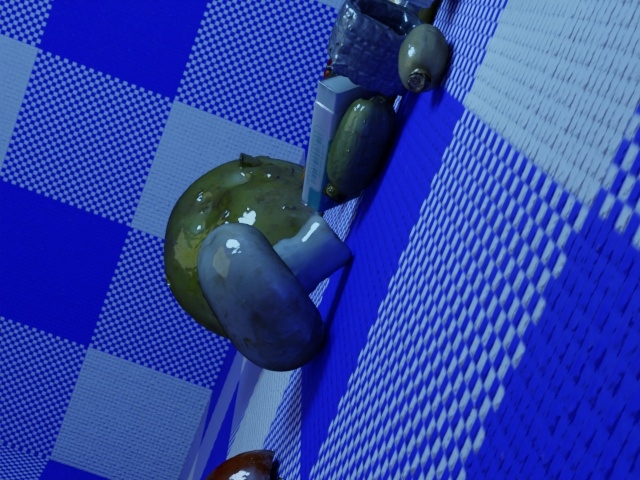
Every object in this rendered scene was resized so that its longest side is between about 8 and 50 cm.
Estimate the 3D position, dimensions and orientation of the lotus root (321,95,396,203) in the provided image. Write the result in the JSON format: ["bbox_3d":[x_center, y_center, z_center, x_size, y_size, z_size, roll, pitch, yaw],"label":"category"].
[{"bbox_3d":[0.058,-0.131,1.506,0.090,0.077,0.183,-8,-50,-48],"label":"lotus root"}]

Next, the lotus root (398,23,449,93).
[{"bbox_3d":[0.130,-0.232,1.284,0.150,0.062,0.073,-75,7,-51],"label":"lotus root"}]

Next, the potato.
[{"bbox_3d":[-0.188,-0.001,2.248,0.442,0.319,0.385,-81,11,-49],"label":"potato"}]

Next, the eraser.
[{"bbox_3d":[0.030,-0.154,1.572,0.095,0.052,0.225,-23,-42,-34],"label":"eraser"}]

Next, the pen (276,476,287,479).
[{"bbox_3d":[-0.080,0.414,1.185,0.033,0.033,0.269,148,141,-80],"label":"pen"}]

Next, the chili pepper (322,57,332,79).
[{"bbox_3d":[0.070,-0.380,2.185,0.110,0.110,0.388,-82,10,-64],"label":"chili pepper"}]

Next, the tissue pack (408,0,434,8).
[{"bbox_3d":[0.162,-0.511,1.456,0.338,0.160,0.242,-81,18,-56],"label":"tissue pack"}]

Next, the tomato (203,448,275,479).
[{"bbox_3d":[-0.134,0.380,1.463,0.189,0.099,0.173,-86,16,-75],"label":"tomato"}]

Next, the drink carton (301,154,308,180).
[{"bbox_3d":[0.046,-0.184,1.742,0.223,0.096,0.071,115,172,-47],"label":"drink carton"}]

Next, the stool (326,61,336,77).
[{"bbox_3d":[0.072,-0.341,1.953,0.096,0.110,0.096,-162,90,-81],"label":"stool"}]

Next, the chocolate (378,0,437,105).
[{"bbox_3d":[0.126,-0.306,1.570,0.085,0.085,0.219,-151,76,-84],"label":"chocolate"}]

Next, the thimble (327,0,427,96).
[{"bbox_3d":[0.086,-0.285,1.461,0.150,0.150,0.098,-79,12,-56],"label":"thimble"}]

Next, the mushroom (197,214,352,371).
[{"bbox_3d":[-0.055,0.062,1.468,0.243,0.243,0.244,-160,90,-84],"label":"mushroom"}]
